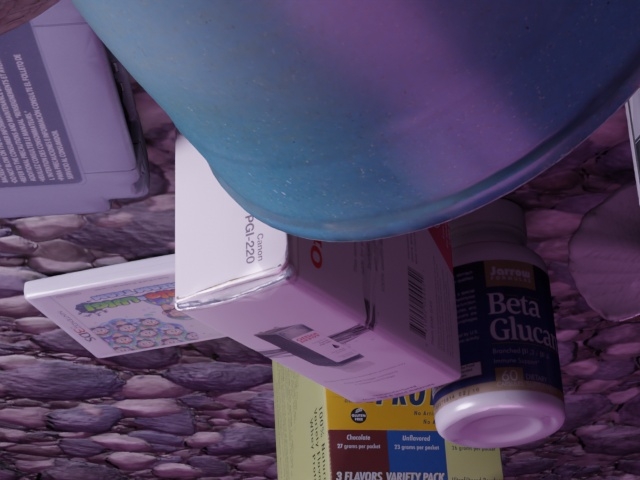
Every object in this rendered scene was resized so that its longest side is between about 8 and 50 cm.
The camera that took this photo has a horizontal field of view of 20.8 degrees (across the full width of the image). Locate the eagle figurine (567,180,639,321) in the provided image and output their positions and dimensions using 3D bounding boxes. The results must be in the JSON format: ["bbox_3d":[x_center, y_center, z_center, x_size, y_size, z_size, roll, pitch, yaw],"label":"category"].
[{"bbox_3d":[0.338,0.016,1.181,0.225,0.226,0.298,-34,-179,-19],"label":"eagle figurine"}]

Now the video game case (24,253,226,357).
[{"bbox_3d":[-0.137,0.053,1.410,0.157,0.019,0.143,-11,153,14],"label":"video game case"}]

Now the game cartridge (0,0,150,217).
[{"bbox_3d":[-0.218,-0.099,1.051,0.198,0.062,0.297,1,154,2],"label":"game cartridge"}]

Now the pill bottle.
[{"bbox_3d":[0.124,0.058,1.277,0.094,0.169,0.094,-3,154,-2],"label":"pill bottle"}]

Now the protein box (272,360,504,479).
[{"bbox_3d":[0.047,0.140,1.403,0.136,0.200,0.201,2,153,-12],"label":"protein box"}]

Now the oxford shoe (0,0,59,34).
[{"bbox_3d":[-0.223,-0.163,0.679,0.169,0.130,0.449,-24,175,11],"label":"oxford shoe"}]

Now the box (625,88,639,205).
[{"bbox_3d":[0.207,-0.120,0.781,0.087,0.290,0.169,5,154,-17],"label":"box"}]

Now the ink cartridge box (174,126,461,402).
[{"bbox_3d":[0.000,0.000,1.155,0.092,0.159,0.218,-16,151,27],"label":"ink cartridge box"}]

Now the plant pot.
[{"bbox_3d":[-0.015,-0.179,0.695,0.271,0.272,0.255,-19,137,30],"label":"plant pot"}]
